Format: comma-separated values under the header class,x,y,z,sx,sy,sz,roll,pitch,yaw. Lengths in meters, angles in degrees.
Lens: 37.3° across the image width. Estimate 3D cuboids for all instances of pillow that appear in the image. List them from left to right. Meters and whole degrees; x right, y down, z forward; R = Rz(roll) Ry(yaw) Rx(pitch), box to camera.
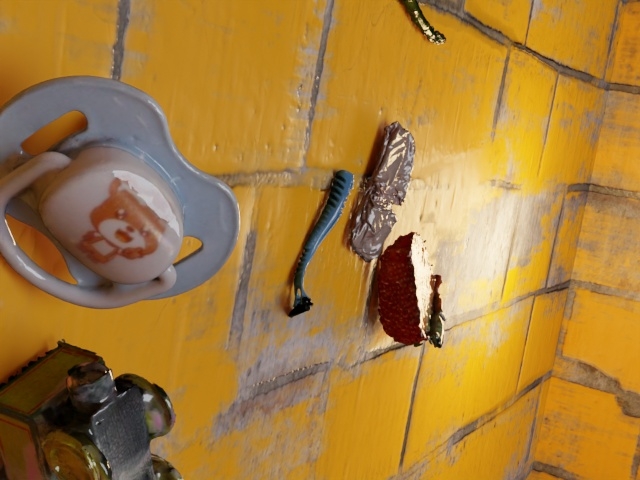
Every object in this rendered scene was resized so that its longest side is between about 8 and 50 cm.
class,x,y,z,sx,sy,sz,roll,pitch,yaw
pillow,0.117,-0.086,1.691,0.135,0.049,0.248,39,66,-61

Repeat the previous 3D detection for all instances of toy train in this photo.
class,x,y,z,sx,sy,sz,roll,pitch,yaw
toy train,-0.246,0.235,1.003,0.134,0.178,0.260,-41,136,-49

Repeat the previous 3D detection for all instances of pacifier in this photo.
class,x,y,z,sx,sy,sz,roll,pitch,yaw
pacifier,-0.219,-0.061,0.974,0.279,0.228,0.207,52,20,-34

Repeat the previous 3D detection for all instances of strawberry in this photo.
class,x,y,z,sx,sy,sz,roll,pitch,yaw
strawberry,0.161,0.099,1.803,0.188,0.106,0.286,-75,152,-45

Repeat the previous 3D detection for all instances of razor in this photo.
class,x,y,z,sx,sy,sz,roll,pitch,yaw
razor,0.000,0.000,1.515,0.253,0.042,0.082,-68,-166,-18

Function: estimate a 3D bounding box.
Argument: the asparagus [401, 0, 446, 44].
class,x,y,z,sx,sy,sz,roll,pitch,yaw
asparagus,0.182,-0.396,1.696,0.034,0.027,0.236,-64,152,-2
